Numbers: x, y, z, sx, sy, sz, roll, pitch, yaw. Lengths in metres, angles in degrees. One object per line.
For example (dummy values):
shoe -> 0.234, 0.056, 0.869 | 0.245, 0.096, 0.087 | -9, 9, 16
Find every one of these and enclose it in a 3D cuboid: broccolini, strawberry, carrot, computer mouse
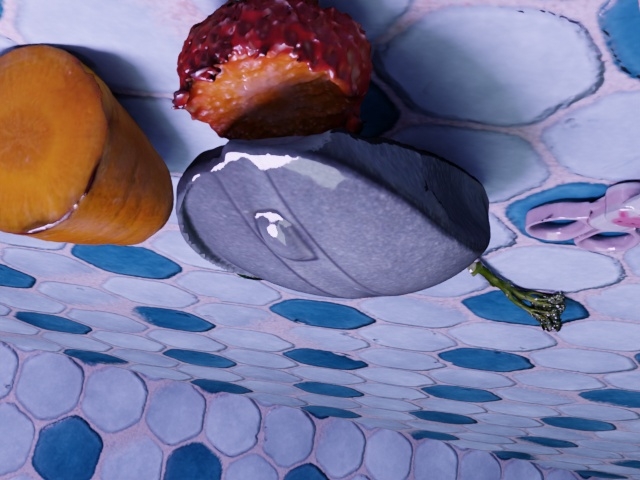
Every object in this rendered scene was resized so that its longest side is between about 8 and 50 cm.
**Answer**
broccolini -> 0.242, 0.067, 1.093 | 0.194, 0.054, 0.052 | 24, 175, -32
strawberry -> -0.033, -0.122, 0.610 | 0.145, 0.086, 0.145 | 5, 166, 1
carrot -> -0.206, -0.062, 0.803 | 0.159, 0.159, 0.225 | 1, 168, 22
computer mouse -> 0.032, -0.009, 0.717 | 0.203, 0.114, 0.374 | -4, 175, 30

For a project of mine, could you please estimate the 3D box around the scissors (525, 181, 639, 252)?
scissors -> 0.292, -0.031, 0.803 | 0.118, 0.031, 0.242 | 13, 163, -13

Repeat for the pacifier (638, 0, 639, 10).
pacifier -> 0.291, -0.116, 0.315 | 0.331, 0.273, 0.221 | 3, 133, 20

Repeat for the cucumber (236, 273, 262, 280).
cucumber -> -0.026, 0.039, 1.146 | 0.184, 0.033, 0.036 | 3, 139, 12
